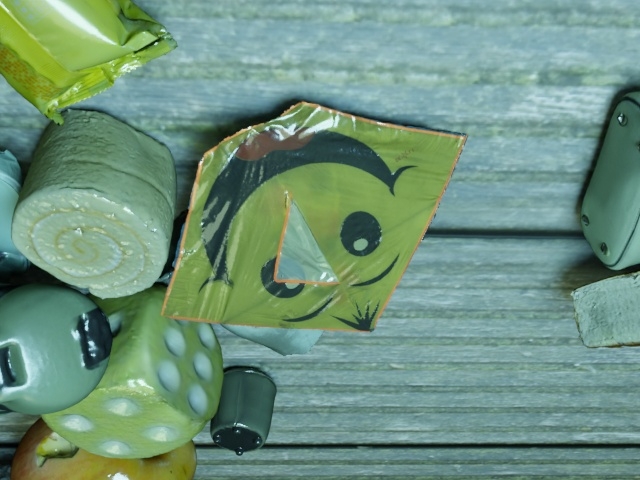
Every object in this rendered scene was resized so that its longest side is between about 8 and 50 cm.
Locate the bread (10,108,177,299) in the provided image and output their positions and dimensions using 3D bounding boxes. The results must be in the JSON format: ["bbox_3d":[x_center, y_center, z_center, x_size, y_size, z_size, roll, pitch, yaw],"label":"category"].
[{"bbox_3d":[-0.217,-0.040,0.674,0.134,0.141,0.148,-29,131,20],"label":"bread"}]

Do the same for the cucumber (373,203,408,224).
[{"bbox_3d":[0.018,-0.018,0.772,0.168,0.039,0.039,-18,133,9],"label":"cucumber"}]

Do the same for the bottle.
[{"bbox_3d":[-0.388,0.123,0.757,0.347,0.168,0.168,-7,138,30],"label":"bottle"}]

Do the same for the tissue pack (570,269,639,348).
[{"bbox_3d":[0.432,0.068,0.758,0.226,0.091,0.183,-6,171,-21],"label":"tissue pack"}]

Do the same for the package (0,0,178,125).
[{"bbox_3d":[-0.244,-0.201,0.546,0.168,0.090,0.226,-21,129,23],"label":"package"}]

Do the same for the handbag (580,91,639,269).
[{"bbox_3d":[0.447,-0.068,0.690,0.316,0.109,0.241,-4,136,-3],"label":"handbag"}]

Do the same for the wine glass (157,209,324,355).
[{"bbox_3d":[-0.093,0.061,0.803,0.103,0.103,0.222,-32,127,27],"label":"wine glass"}]

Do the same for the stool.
[{"bbox_3d":[-0.114,0.248,0.986,0.096,0.110,0.096,2,136,2],"label":"stool"}]

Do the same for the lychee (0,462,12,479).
[{"bbox_3d":[-0.496,0.518,1.132,0.300,0.300,0.300,-1,135,-1],"label":"lychee"}]

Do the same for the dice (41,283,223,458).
[{"bbox_3d":[-0.237,0.165,0.858,0.170,0.169,0.166,-20,133,19],"label":"dice"}]

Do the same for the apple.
[{"bbox_3d":[-0.313,0.334,0.992,0.241,0.242,0.242,-35,126,28],"label":"apple"}]

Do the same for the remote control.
[{"bbox_3d":[-0.364,-0.023,0.714,0.104,0.052,0.247,6,150,-19],"label":"remote control"}]

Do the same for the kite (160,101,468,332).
[{"bbox_3d":[0.001,0.001,0.731,0.378,0.013,0.327,-28,127,0],"label":"kite"}]
